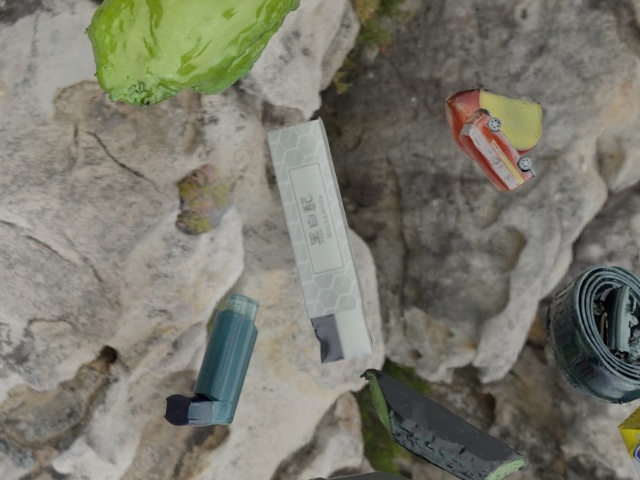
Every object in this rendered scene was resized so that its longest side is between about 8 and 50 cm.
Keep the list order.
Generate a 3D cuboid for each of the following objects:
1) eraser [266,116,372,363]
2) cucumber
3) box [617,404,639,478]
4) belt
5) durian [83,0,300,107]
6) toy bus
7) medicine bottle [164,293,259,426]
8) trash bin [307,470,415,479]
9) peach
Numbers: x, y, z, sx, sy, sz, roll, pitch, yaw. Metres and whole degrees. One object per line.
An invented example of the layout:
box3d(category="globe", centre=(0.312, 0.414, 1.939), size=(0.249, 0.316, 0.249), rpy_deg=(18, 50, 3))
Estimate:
box3d(category="eraser", centre=(0.000, 0.000, 1.261), size=(0.098, 0.096, 0.403), rpy_deg=(-13, 95, 7))
box3d(category="cucumber", centre=(0.129, 0.218, 0.859), size=(0.070, 0.220, 0.046), rpy_deg=(-45, 153, -41))
box3d(category="box", centre=(0.673, 0.413, 1.360), size=(0.168, 0.097, 0.265), rpy_deg=(-26, 97, -31))
box3d(category="belt", centre=(0.509, 0.151, 1.299), size=(0.207, 0.116, 0.267), rpy_deg=(19, 49, -11))
box3d(category="durian", centre=(-0.167, -0.342, 1.081), size=(0.339, 0.204, 0.256), rpy_deg=(-47, 164, 18))
box3d(category="toy bus", centre=(0.349, -0.178, 1.493), size=(0.077, 0.079, 0.174), rpy_deg=(-41, 99, -4))
box3d(category="medicine bottle", centre=(-0.183, 0.220, 1.341), size=(0.124, 0.079, 0.258), rpy_deg=(34, 64, -40))
box3d(category="trash bin", centre=(0.080, 0.378, 0.998), size=(0.236, 0.177, 0.101), rpy_deg=(16, 80, -57))
box3d(category="peach", centre=(0.397, -0.265, 1.781), size=(0.268, 0.159, 0.153), rpy_deg=(3, 73, -35))
